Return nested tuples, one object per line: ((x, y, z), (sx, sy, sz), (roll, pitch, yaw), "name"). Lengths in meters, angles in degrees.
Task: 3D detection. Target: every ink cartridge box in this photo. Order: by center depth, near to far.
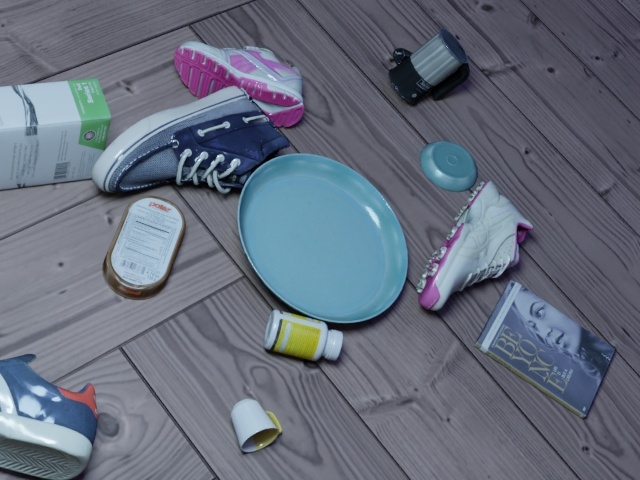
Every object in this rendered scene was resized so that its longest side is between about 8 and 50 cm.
((-0.456, -0.164, 1.678), (0.219, 0.160, 0.093), (-9, 60, -26), "ink cartridge box")

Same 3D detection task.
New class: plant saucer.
((0.000, 0.000, 1.786), (0.317, 0.044, 0.318), (15, 55, -23), "plant saucer")
((0.247, -0.147, 2.019), (0.119, 0.021, 0.119), (10, 54, -15), "plant saucer")

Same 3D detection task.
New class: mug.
((-0.101, 0.274, 1.586), (0.062, 0.078, 0.064), (-32, 59, 0), "mug")

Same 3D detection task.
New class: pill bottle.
((-0.027, 0.153, 1.682), (0.116, 0.065, 0.065), (15, 53, -10), "pill bottle")

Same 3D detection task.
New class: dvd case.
((0.392, 0.185, 1.849), (0.221, 0.018, 0.164), (34, 52, 4), "dvd case")

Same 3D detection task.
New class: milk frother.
((0.208, -0.357, 2.077), (0.129, 0.134, 0.143), (9, 51, -54), "milk frother")

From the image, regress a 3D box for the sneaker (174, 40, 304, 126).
((-0.143, -0.301, 1.938), (0.252, 0.103, 0.111), (23, 47, -12), "sneaker")

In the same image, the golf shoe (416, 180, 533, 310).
((0.276, 0.024, 1.859), (0.140, 0.115, 0.306), (36, 53, 1), "golf shoe")

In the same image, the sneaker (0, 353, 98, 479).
((-0.472, 0.209, 1.449), (0.350, 0.131, 0.148), (21, 45, -13), "sneaker")

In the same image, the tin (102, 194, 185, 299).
((-0.279, 0.008, 1.707), (0.106, 0.040, 0.190), (22, 52, -10), "tin")

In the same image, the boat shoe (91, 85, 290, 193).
((-0.202, -0.137, 1.774), (0.340, 0.127, 0.158), (-33, 68, -35), "boat shoe")
